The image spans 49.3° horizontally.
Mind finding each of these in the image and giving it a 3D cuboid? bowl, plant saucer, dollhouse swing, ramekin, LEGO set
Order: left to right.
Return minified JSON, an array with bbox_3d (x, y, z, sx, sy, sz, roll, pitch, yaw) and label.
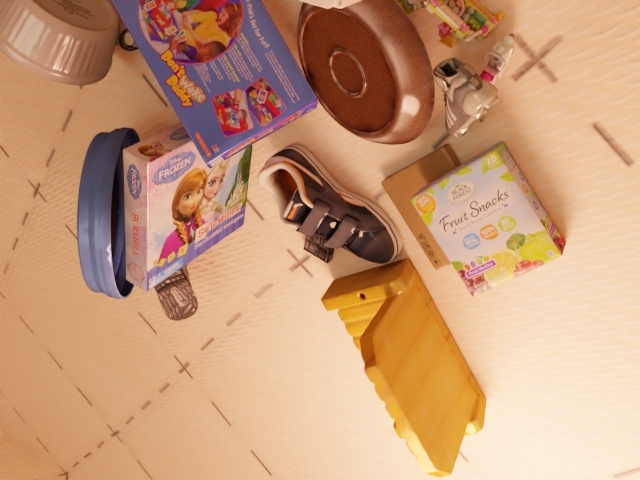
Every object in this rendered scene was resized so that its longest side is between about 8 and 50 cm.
[{"bbox_3d":[-0.555,-0.468,1.485,0.273,0.273,0.127,46,123,6],"label":"ramekin"},{"bbox_3d":[-0.472,-0.062,1.594,0.077,0.391,0.391,3,126,-4],"label":"bowl"},{"bbox_3d":[0.059,-0.289,1.171,0.310,0.050,0.311,39,150,28],"label":"plant saucer"},{"bbox_3d":[0.121,0.268,1.362,0.315,0.305,0.347,-20,104,45],"label":"dollhouse swing"},{"bbox_3d":[0.159,-0.340,1.079,0.287,0.107,0.132,28,131,23],"label":"LEGO set"}]

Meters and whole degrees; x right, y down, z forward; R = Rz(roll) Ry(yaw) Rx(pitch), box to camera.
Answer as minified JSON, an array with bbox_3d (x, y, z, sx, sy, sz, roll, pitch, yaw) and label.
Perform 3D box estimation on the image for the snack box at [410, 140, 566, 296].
[{"bbox_3d":[0.281,-0.033,1.178,0.174,0.070,0.207,-31,94,31],"label":"snack box"}]

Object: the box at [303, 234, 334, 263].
[{"bbox_3d":[0.000,0.000,1.492,0.067,0.018,0.083,30,132,22],"label":"box"}]

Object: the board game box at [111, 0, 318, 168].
[{"bbox_3d":[-0.190,-0.339,1.262,0.347,0.233,0.078,60,177,-1],"label":"board game box"}]

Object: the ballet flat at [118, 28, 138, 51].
[{"bbox_3d":[-0.358,-0.441,1.467,0.203,0.074,0.074,-5,113,41],"label":"ballet flat"}]

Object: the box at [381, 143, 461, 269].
[{"bbox_3d":[0.221,-0.056,1.272,0.164,0.021,0.201,-28,97,46],"label":"box"}]

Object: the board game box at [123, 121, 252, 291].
[{"bbox_3d":[-0.265,-0.099,1.432,0.066,0.318,0.318,29,132,21],"label":"board game box"}]

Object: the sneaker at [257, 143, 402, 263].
[{"bbox_3d":[0.009,-0.051,1.378,0.321,0.127,0.126,40,134,10],"label":"sneaker"}]

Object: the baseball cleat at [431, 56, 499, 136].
[{"bbox_3d":[0.216,-0.226,1.077,0.109,0.072,0.206,50,175,2],"label":"baseball cleat"}]

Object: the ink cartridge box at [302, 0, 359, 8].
[{"bbox_3d":[0.027,-0.438,0.997,0.207,0.283,0.117,25,130,25],"label":"ink cartridge box"}]

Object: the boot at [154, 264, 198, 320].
[{"bbox_3d":[-0.399,0.016,1.706,0.223,0.118,0.338,-129,28,-59],"label":"boot"}]
